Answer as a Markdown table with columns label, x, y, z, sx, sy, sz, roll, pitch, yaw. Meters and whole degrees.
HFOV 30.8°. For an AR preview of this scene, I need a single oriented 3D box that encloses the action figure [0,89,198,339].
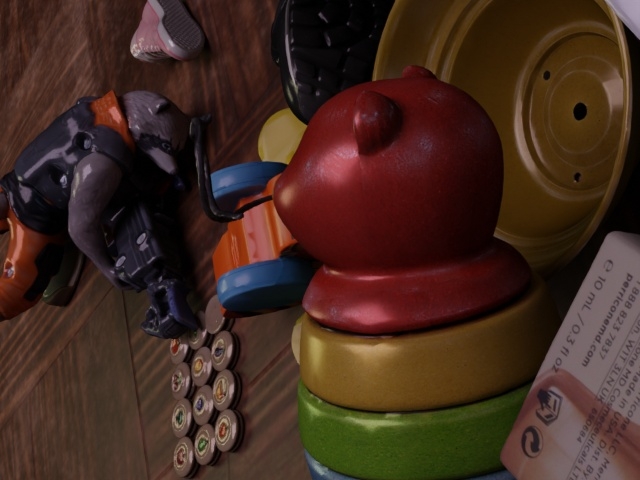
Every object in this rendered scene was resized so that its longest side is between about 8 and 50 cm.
| label | x | y | z | sx | sy | sz | roll | pitch | yaw |
| --- | --- | --- | --- | --- | --- | --- | --- | --- | --- |
| action figure | -0.253 | -0.019 | 1.137 | 0.330 | 0.178 | 0.341 | -40 | 42 | 1 |

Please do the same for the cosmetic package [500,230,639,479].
| label | x | y | z | sx | sy | sz | roll | pitch | yaw |
| --- | --- | --- | --- | --- | --- | --- | --- | --- | --- |
| cosmetic package | 0.225 | 0.123 | 0.448 | 0.296 | 0.153 | 0.129 | 45 | 117 | 54 |

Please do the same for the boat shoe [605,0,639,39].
| label | x | y | z | sx | sy | sz | roll | pitch | yaw |
| --- | --- | --- | --- | --- | --- | --- | --- | --- | --- |
| boat shoe | 0.213 | -0.121 | 0.563 | 0.108 | 0.102 | 0.301 | -40 | 62 | 32 |

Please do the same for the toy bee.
| label | x | y | z | sx | sy | sz | roll | pitch | yaw |
| --- | --- | --- | --- | --- | --- | --- | --- | --- | --- |
| toy bee | 0.000 | 0.000 | 0.826 | 0.298 | 0.162 | 0.195 | -145 | 47 | -83 |

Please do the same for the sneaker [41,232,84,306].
| label | x | y | z | sx | sy | sz | roll | pitch | yaw |
| --- | --- | --- | --- | --- | --- | --- | --- | --- | --- |
| sneaker | -0.311 | -0.021 | 1.337 | 0.064 | 0.086 | 0.192 | 38 | 110 | 54 |

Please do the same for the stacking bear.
| label | x | y | z | sx | sy | sz | roll | pitch | yaw |
| --- | --- | --- | --- | --- | --- | --- | --- | --- | --- |
| stacking bear | 0.052 | 0.056 | 0.615 | 0.164 | 0.175 | 0.289 | -2 | 107 | 29 |

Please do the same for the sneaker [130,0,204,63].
| label | x | y | z | sx | sy | sz | roll | pitch | yaw |
| --- | --- | --- | --- | --- | --- | --- | --- | --- | --- |
| sneaker | -0.162 | -0.205 | 1.220 | 0.070 | 0.051 | 0.134 | -61 | 33 | 25 |

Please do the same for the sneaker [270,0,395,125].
| label | x | y | z | sx | sy | sz | roll | pitch | yaw |
| --- | --- | --- | --- | --- | --- | --- | --- | --- | --- |
| sneaker | 0.012 | -0.153 | 0.882 | 0.283 | 0.107 | 0.124 | -81 | 18 | -46 |

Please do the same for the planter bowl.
| label | x | y | z | sx | sy | sz | roll | pitch | yaw |
| --- | --- | --- | --- | --- | --- | --- | --- | --- | --- |
| planter bowl | 0.129 | -0.078 | 0.695 | 0.217 | 0.090 | 0.217 | 7 | 99 | 55 |

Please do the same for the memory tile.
| label | x | y | z | sx | sy | sz | roll | pitch | yaw |
| --- | --- | --- | --- | --- | --- | --- | --- | --- | --- |
| memory tile | -0.106 | 0.132 | 1.052 | 0.113 | 0.012 | 0.148 | -36 | 50 | 44 |
